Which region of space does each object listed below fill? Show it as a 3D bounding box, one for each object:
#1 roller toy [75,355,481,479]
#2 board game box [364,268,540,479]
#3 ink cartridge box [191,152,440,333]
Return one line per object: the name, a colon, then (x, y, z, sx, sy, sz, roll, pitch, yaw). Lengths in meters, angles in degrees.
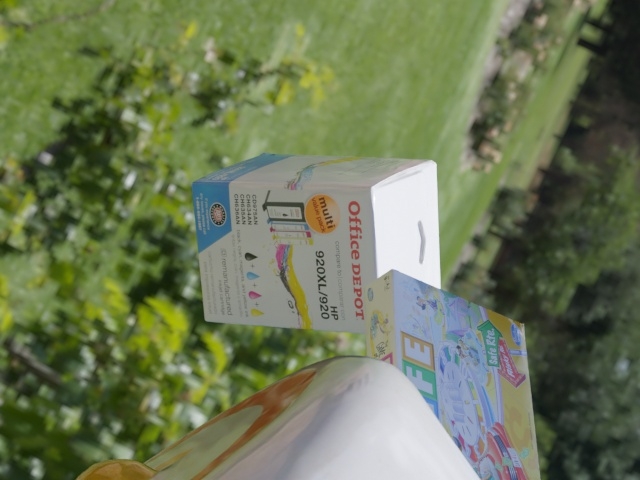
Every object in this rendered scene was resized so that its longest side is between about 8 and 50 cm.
roller toy: (-0.031, 0.130, 0.434, 0.209, 0.146, 0.191, -34, -179, 13)
board game box: (0.074, 0.101, 0.809, 0.026, 0.103, 0.154, -36, -137, 41)
ink cartridge box: (0.000, 0.000, 1.679, 0.168, 0.232, 0.171, -26, 115, -58)
